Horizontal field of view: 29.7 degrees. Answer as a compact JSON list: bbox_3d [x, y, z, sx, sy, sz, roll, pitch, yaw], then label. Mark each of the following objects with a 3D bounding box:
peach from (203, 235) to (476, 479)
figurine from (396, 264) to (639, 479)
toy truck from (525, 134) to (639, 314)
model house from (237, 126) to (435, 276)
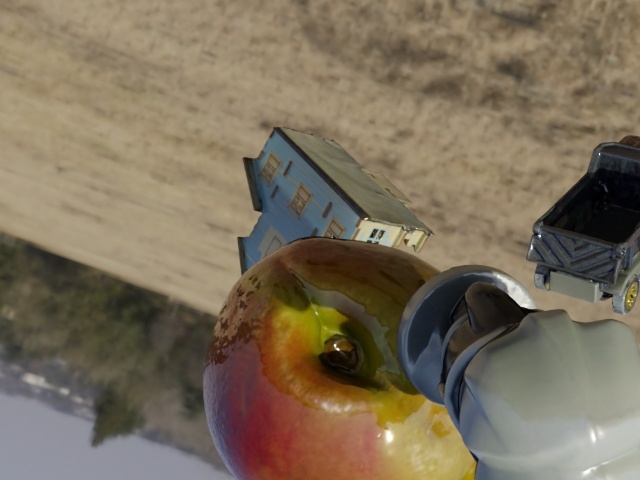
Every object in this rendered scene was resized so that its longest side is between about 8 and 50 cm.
[{"bbox_3d":[0.038,0.150,1.183,0.307,0.308,0.332,15,165,21],"label":"peach"},{"bbox_3d":[0.145,0.117,0.847,0.133,0.176,0.236,-20,-163,-9],"label":"figurine"},{"bbox_3d":[0.245,-0.016,0.984,0.083,0.092,0.192,17,-142,33],"label":"toy truck"},{"bbox_3d":[0.000,0.000,1.616,0.178,0.206,0.271,10,-153,-47],"label":"model house"}]
